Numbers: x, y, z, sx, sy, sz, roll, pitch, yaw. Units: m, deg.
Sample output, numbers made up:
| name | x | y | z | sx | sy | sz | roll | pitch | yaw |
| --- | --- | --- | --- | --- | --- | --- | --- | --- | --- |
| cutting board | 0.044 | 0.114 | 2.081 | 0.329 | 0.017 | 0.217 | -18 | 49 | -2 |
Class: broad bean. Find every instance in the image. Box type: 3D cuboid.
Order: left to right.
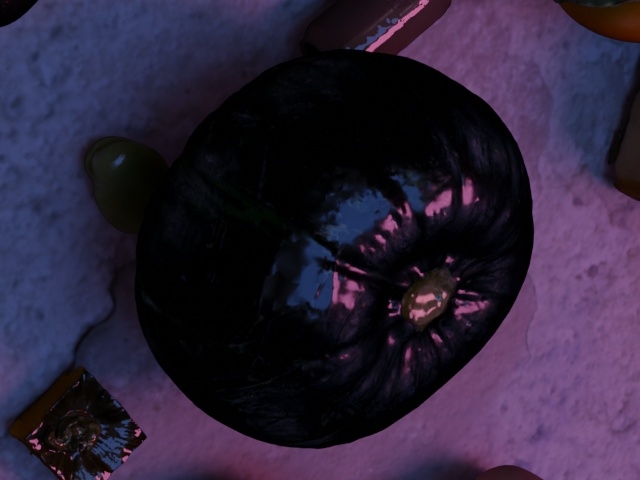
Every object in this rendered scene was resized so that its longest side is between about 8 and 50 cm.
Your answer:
| name | x | y | z | sx | sy | sz | roll | pitch | yaw |
| --- | --- | --- | --- | --- | --- | --- | --- | --- | --- |
| broad bean | -0.141 | -0.043 | 1.399 | 0.063 | 0.045 | 0.083 | -43 | 130 | -18 |

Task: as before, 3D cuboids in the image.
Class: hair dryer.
| name | x | y | z | sx | sy | sz | roll | pitch | yaw |
| --- | --- | --- | --- | --- | --- | --- | --- | --- | --- |
| hair dryer | 0.012 | -0.216 | 1.443 | 0.117 | 0.064 | 0.182 | -40 | 113 | -15 |

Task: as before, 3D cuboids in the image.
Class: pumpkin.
| name | x | y | z | sx | sy | sz | roll | pitch | yaw |
| --- | --- | --- | --- | --- | --- | --- | --- | --- | --- |
| pumpkin | -0.181 | 0.145 | 1.420 | 0.074 | 0.054 | 0.083 | -48 | 118 | -17 |
| pumpkin | 0.000 | 0.000 | 1.386 | 0.315 | 0.238 | 0.315 | -35 | 145 | -29 |

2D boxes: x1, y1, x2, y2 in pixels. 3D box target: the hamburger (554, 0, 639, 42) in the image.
| name | x | y | z | sx | sy | sz | roll | pitch | yaw |
| --- | --- | --- | --- | --- | --- | --- | --- | --- | --- |
| hamburger | 0.276 | -0.248 | 1.496 | 0.246 | 0.246 | 0.170 | -42 | 123 | -16 |

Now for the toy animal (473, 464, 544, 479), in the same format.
| name | x | y | z | sx | sy | sz | roll | pitch | yaw |
| --- | --- | --- | --- | --- | --- | --- | --- | --- | --- |
| toy animal | 0.126 | 0.280 | 1.591 | 0.197 | 0.171 | 0.171 | -36 | 119 | -18 |

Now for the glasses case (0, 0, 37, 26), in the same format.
| name | x | y | z | sx | sy | sz | roll | pitch | yaw |
| --- | --- | --- | --- | --- | --- | --- | --- | --- | --- |
| glasses case | -0.179 | -0.262 | 1.298 | 0.267 | 0.067 | 0.103 | -51 | 122 | -10 |

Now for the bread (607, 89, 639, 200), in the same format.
| name | x | y | z | sx | sy | sz | roll | pitch | yaw |
| --- | --- | --- | --- | --- | --- | --- | --- | --- | --- |
| bread | 0.448 | -0.089 | 1.622 | 0.279 | 0.279 | 0.207 | 11 | 95 | -32 |
